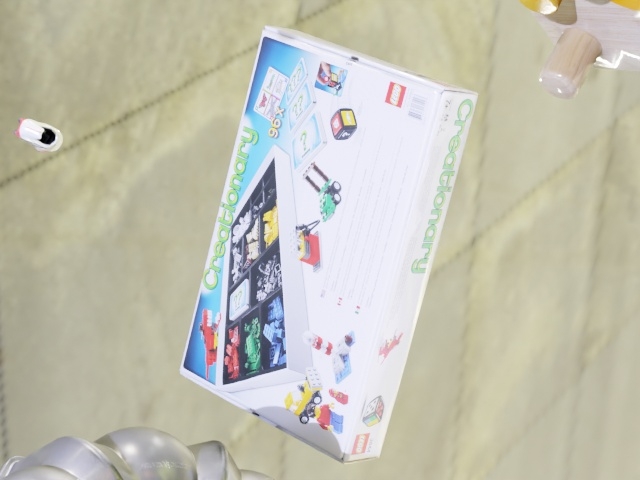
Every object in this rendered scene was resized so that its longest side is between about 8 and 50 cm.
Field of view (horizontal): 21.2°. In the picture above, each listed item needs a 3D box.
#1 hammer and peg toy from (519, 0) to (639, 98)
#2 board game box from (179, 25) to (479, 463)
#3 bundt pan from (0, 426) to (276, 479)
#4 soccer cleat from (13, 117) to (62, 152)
[{"bbox_3d":[0.280,-0.201,1.284,0.266,0.361,0.127,47,65,-40],"label":"hammer and peg toy"},{"bbox_3d":[0.000,0.000,1.366,0.053,0.193,0.305,-1,110,-50],"label":"board game box"},{"bbox_3d":[-0.109,0.264,1.120,0.331,0.331,0.124,-43,178,-43],"label":"bundt pan"},{"bbox_3d":[-0.275,-0.103,1.714,0.029,0.036,0.083,-69,159,-3],"label":"soccer cleat"}]
